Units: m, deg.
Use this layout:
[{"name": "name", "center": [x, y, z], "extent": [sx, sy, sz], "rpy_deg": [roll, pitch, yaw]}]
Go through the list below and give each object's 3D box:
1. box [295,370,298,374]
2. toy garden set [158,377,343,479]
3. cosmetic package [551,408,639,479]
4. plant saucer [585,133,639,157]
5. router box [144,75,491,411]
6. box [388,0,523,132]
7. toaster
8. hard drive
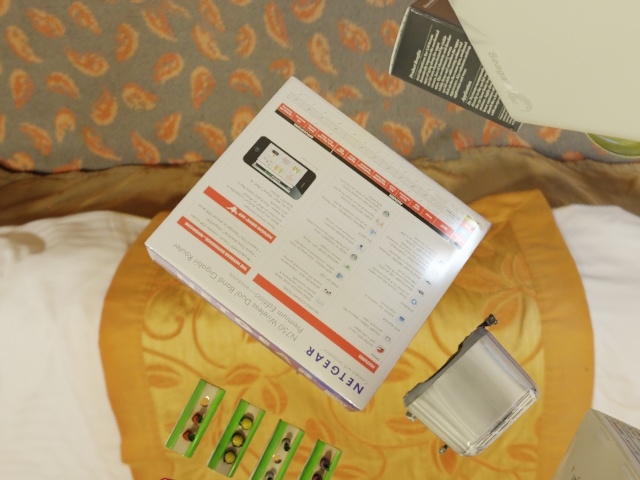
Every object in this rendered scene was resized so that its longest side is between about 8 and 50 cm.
[{"name": "box", "center": [0.032, 0.094, 1.095], "extent": [0.128, 0.122, 0.257], "rpy_deg": [-8, 146, -34]}, {"name": "toy garden set", "center": [-0.113, 0.348, 0.978], "extent": [0.244, 0.049, 0.203], "rpy_deg": [29, 80, -8]}, {"name": "cosmetic package", "center": [0.292, 0.242, 0.413], "extent": [0.296, 0.153, 0.129], "rpy_deg": [23, 99, 5]}, {"name": "plant saucer", "center": [0.505, -0.255, 1.096], "extent": [0.241, 0.037, 0.240], "rpy_deg": [-2, 100, -11]}, {"name": "router box", "center": [0.000, 0.000, 0.881], "extent": [0.335, 0.082, 0.301], "rpy_deg": [38, 74, 3]}, {"name": "box", "center": [0.226, -0.267, 0.950], "extent": [0.207, 0.153, 0.108], "rpy_deg": [29, 136, 15]}, {"name": "toaster", "center": [0.256, 0.249, 1.122], "extent": [0.227, 0.129, 0.146], "rpy_deg": [-42, 77, -4]}, {"name": "hard drive", "center": [0.219, -0.132, 0.418], "extent": [0.040, 0.307, 0.203], "rpy_deg": [-52, 129, -12]}]
